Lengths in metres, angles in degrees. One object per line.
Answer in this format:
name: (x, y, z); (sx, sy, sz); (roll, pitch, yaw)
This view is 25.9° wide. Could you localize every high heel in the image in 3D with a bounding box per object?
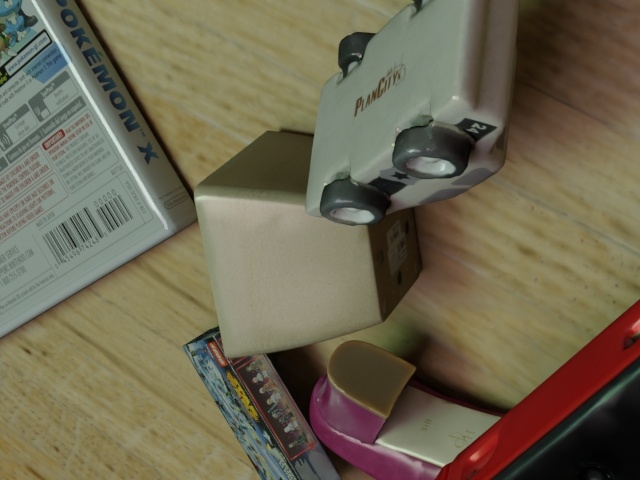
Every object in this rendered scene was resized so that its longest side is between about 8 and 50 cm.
high heel: (0.099, 0.153, 0.852); (0.244, 0.082, 0.117); (28, 156, 9)

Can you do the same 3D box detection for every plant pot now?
plant pot: (0.000, 0.000, 0.822); (0.096, 0.109, 0.109); (-1, 112, 24)

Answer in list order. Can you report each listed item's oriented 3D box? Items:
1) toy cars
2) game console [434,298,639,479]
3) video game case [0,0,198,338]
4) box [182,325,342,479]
toy cars: (0.099, -0.148, 0.646); (0.087, 0.176, 0.393); (14, 121, -18)
game console: (0.262, 0.159, 0.660); (0.342, 0.060, 0.386); (41, 124, -2)
video game case: (-0.266, -0.084, 1.031); (0.329, 0.036, 0.300); (-28, 94, 44)
box: (-0.038, 0.119, 0.934); (0.137, 0.027, 0.094); (59, 161, -3)
